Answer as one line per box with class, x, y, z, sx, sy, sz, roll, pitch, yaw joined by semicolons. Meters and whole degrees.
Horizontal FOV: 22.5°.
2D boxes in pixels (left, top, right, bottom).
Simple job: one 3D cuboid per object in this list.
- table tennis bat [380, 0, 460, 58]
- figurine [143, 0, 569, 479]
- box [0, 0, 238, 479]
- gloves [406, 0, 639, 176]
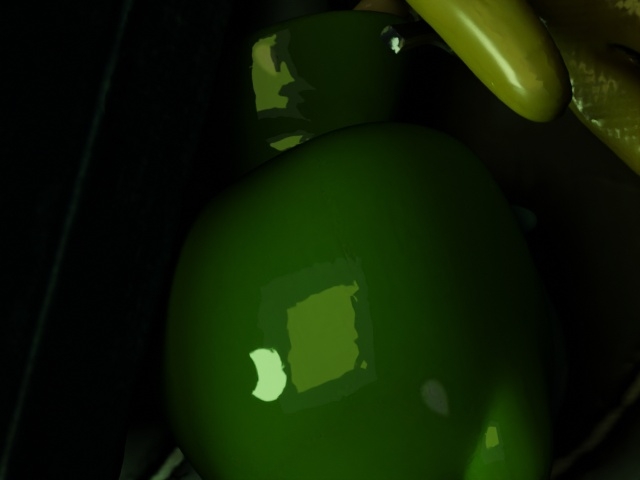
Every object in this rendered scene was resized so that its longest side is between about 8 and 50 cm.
table tennis bat;0.049;-0.082;0.626;0.050;0.083;0.007;46;122;17
figurine;0.000;0.000;0.621;0.162;0.143;0.263;-29;61;18
box;-0.168;-0.029;0.645;0.261;0.116;0.278;-8;64;46
gloves;0.095;-0.131;0.602;0.294;0.116;0.133;44;114;19
